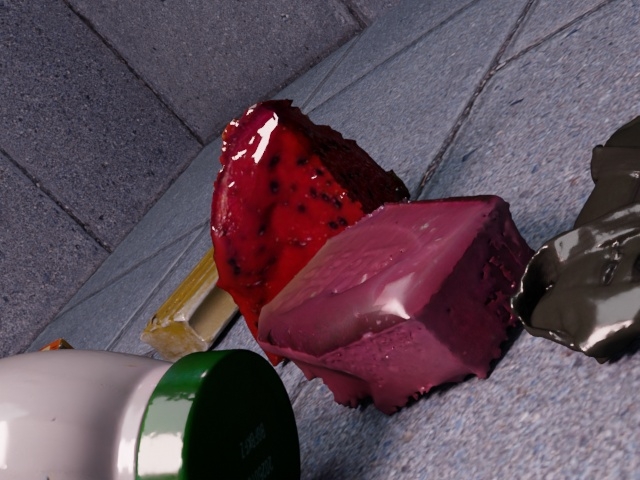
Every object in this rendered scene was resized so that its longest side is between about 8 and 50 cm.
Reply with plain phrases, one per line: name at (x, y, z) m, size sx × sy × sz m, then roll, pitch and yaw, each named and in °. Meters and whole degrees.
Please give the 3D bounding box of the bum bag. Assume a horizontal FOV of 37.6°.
bum bag at (0.259, -0.024, 0.813) m, size 0.142 × 0.079 × 0.326 m, roll -20°, pitch 27°, yaw 49°

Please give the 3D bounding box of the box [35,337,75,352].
box at (-0.396, 0.317, 1.319) m, size 0.259 × 0.214 × 0.283 m, roll -43°, pitch 14°, yaw -4°

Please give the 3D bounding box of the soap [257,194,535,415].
soap at (0.070, 0.062, 0.980) m, size 0.220 × 0.127 × 0.325 m, roll -46°, pitch 14°, yaw -17°

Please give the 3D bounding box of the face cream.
face cream at (-0.220, 0.217, 0.898) m, size 0.357 × 0.312 × 0.219 m, roll -8°, pitch 67°, yaw 24°

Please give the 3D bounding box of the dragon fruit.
dragon fruit at (0.007, -0.049, 1.195) m, size 0.240 × 0.330 × 0.302 m, roll 2°, pitch 41°, yaw 39°

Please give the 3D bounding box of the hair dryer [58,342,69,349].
hair dryer at (-0.196, 0.182, 1.114) m, size 0.267 × 0.229 × 0.092 m, roll 130°, pitch 155°, yaw -74°

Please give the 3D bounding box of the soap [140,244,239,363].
soap at (-0.181, 0.081, 1.641) m, size 0.173 × 0.089 × 0.274 m, roll -26°, pitch 22°, yaw 51°
